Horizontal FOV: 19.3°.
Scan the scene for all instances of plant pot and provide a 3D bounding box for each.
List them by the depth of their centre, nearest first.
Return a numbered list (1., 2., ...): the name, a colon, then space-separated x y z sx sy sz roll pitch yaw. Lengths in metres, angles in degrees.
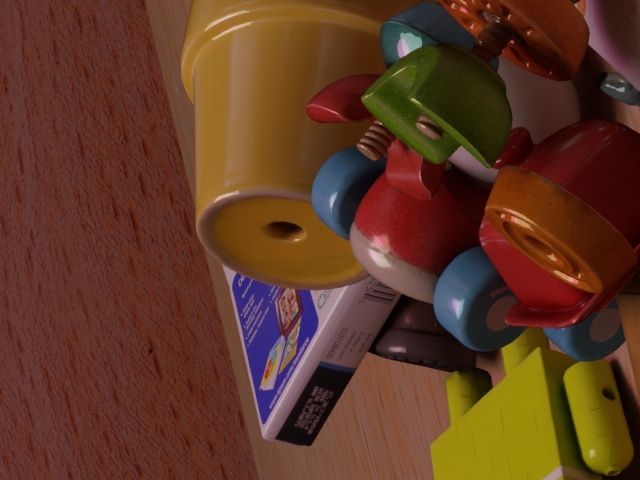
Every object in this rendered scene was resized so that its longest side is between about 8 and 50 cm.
1. plant pot: -0.009 -0.099 1.647 0.254 0.254 0.239 97 -177 -59

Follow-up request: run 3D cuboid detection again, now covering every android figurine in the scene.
1. android figurine: 0.164 0.204 1.553 0.248 0.056 0.272 -49 36 38

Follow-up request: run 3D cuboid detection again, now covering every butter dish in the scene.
1. butter dish: 0.164 -0.028 1.271 0.118 0.160 0.160 42 171 -7

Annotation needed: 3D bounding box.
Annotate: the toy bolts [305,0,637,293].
1. toy bolts: 0.121 -0.096 1.175 0.218 0.158 0.228 40 170 -22

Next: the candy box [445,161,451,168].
1. candy box: 0.096 -0.147 1.841 0.105 0.027 0.206 89 164 -54

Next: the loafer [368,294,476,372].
1. loafer: 0.079 0.053 1.975 0.366 0.134 0.130 14 90 67

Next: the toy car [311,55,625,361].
1. toy car: 0.147 -0.064 1.438 0.219 0.210 0.238 43 117 48

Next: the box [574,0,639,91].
1. box: 0.209 -0.171 1.117 0.170 0.091 0.130 -121 21 -56

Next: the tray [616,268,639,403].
1. tray: 0.292 0.212 1.202 0.203 0.076 0.410 175 81 -78

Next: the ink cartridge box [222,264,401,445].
1. ink cartridge box: 0.000 0.000 1.932 0.307 0.072 0.303 -104 35 -51

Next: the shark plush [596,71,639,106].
1. shark plush: 0.252 -0.083 1.192 0.161 0.073 0.067 28 153 48
